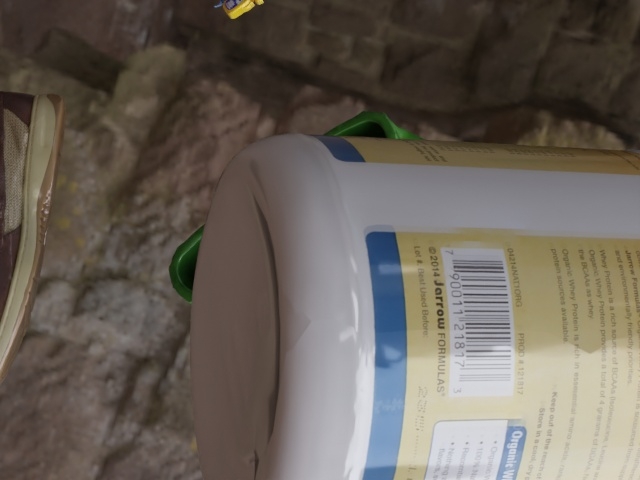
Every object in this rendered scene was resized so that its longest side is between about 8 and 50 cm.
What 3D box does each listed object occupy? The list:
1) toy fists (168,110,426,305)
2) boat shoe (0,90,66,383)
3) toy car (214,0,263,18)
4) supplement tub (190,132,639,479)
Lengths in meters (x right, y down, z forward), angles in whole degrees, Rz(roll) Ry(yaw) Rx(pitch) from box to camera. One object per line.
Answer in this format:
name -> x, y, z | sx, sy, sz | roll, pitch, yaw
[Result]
toy fists -> 0.000, 0.000, 1.162 | 0.279, 0.096, 0.142 | -37, 148, 13
boat shoe -> -0.366, -0.009, 1.373 | 0.123, 0.123, 0.342 | 131, -33, -72
toy car -> -0.100, -0.230, 0.982 | 0.040, 0.122, 0.060 | -36, 166, 1
supplement tub -> 0.064, 0.038, 0.439 | 0.144, 0.199, 0.144 | -178, -90, -72
